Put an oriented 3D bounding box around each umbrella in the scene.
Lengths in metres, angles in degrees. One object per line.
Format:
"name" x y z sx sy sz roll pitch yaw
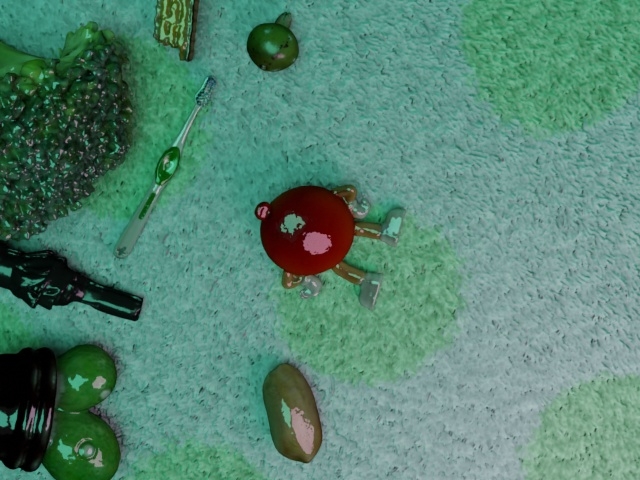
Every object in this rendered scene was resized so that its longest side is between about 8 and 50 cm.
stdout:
"umbrella" -0.425 0.052 1.527 0.340 0.118 0.118 18 101 -9

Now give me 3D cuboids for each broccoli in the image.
"broccoli" -0.426 -0.182 1.408 0.348 0.293 0.281 -46 56 -1

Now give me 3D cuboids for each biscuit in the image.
"biscuit" -0.182 -0.436 1.423 0.054 0.094 0.378 6 101 -3

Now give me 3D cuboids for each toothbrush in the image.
"toothbrush" -0.225 -0.103 1.518 0.030 0.030 0.304 30 103 -2

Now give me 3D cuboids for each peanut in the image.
"peanut" -0.042 0.254 1.542 0.076 0.076 0.152 -14 94 6

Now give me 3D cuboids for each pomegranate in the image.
"pomegranate" -0.068 -0.277 1.459 0.073 0.073 0.084 -12 63 6

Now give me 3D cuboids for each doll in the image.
"doll" 0.000 0.000 1.494 0.217 0.085 0.183 16 103 -17

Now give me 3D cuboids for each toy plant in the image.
"toy plant" -0.397 0.255 1.526 0.235 0.175 0.218 9 95 -24
